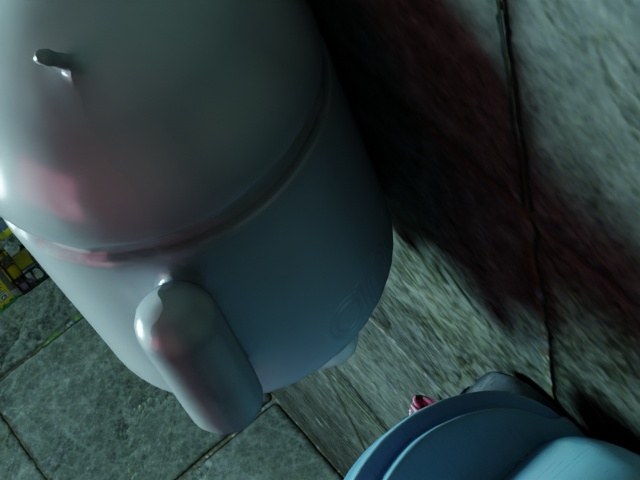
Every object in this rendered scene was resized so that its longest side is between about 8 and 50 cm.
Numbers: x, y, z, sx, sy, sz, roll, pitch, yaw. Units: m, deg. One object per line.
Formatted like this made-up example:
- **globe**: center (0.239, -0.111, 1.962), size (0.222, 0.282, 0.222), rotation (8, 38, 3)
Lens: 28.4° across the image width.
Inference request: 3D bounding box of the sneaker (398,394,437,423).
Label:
- **sneaker**: center (0.099, 0.165, 1.167), size (0.057, 0.047, 0.119), rotation (59, 162, -7)

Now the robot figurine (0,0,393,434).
- **robot figurine**: center (-0.075, -0.041, 0.731), size (0.353, 0.200, 0.299), rotation (64, -168, -54)

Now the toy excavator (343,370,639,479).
- **toy excavator**: center (0.194, 0.252, 0.657), size (0.433, 0.222, 0.445), rotation (48, 161, 7)

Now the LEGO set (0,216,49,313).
- **LEGO set**: center (-0.270, -0.086, 1.206), size (0.192, 0.331, 0.255), rotation (55, -170, -14)
